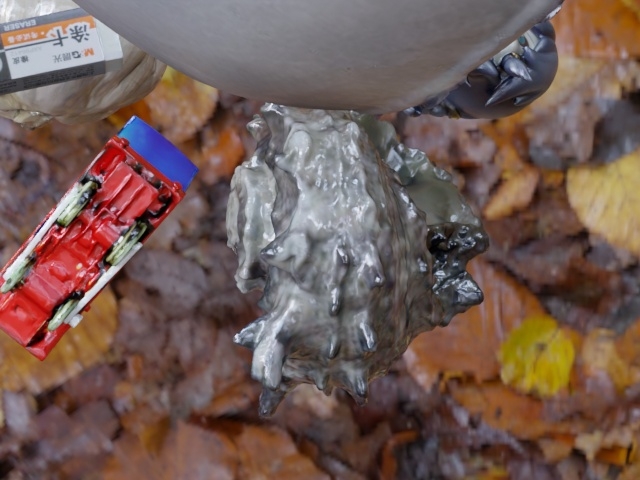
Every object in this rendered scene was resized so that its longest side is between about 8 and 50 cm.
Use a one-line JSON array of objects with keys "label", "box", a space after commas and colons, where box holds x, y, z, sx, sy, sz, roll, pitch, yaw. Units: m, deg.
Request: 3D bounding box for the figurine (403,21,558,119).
[{"label": "figurine", "box": [0.193, -0.247, 1.922, 0.265, 0.197, 0.175, 7, 67, -32]}]

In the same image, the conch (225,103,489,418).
[{"label": "conch", "box": [0.005, -0.010, 1.079, 0.186, 0.240, 0.313, -8, 20, 25]}]

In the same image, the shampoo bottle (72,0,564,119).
[{"label": "shampoo bottle", "box": [-0.014, -0.199, 0.474, 0.266, 0.273, 0.273, 38, 66, -17]}]

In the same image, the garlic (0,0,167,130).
[{"label": "garlic", "box": [-0.265, -0.188, 1.463, 0.228, 0.228, 0.152, 3, 74, 9]}]

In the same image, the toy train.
[{"label": "toy train", "box": [-0.201, -0.003, 1.283, 0.083, 0.131, 0.204, 40, 109, -9]}]

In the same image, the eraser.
[{"label": "eraser", "box": [-0.221, -0.150, 1.164, 0.122, 0.029, 0.052, -13, 74, -11]}]
